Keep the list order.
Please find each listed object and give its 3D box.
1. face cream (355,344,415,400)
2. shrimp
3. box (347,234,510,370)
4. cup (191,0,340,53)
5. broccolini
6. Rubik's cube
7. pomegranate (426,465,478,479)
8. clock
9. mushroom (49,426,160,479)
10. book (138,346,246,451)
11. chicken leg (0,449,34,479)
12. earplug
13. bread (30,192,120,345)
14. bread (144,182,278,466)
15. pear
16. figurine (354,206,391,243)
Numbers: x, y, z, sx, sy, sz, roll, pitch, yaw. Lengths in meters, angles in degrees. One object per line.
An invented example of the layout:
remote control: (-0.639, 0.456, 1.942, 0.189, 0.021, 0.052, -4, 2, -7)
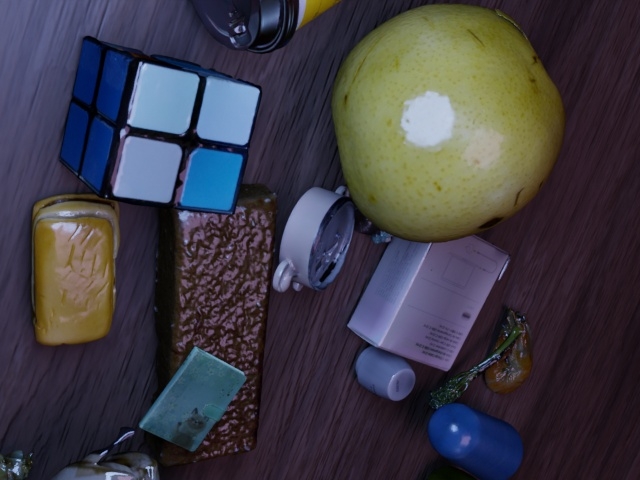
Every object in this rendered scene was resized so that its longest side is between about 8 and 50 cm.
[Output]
face cream: (0.117, 0.238, 1.436, 0.091, 0.095, 0.091, -15, 118, -31)
shrimp: (0.394, 0.235, 1.665, 0.115, 0.051, 0.217, -20, 123, -25)
box: (0.196, 0.087, 1.420, 0.203, 0.106, 0.252, 23, 95, -41)
cup: (-0.030, -0.368, 1.018, 0.279, 0.196, 0.196, -35, 126, -28)
broccolini: (0.311, 0.255, 1.595, 0.239, 0.054, 0.051, -41, 165, -3)
Rubik's cube: (-0.199, -0.142, 0.989, 0.180, 0.183, 0.167, 5, 108, -39)
pomegranate: (0.287, 0.551, 1.686, 0.191, 0.131, 0.152, 6, 101, -61)
clock: (0.000, 0.000, 1.226, 0.229, 0.063, 0.156, -51, 151, -38)
mushroom: (-0.278, 0.402, 1.082, 0.362, 0.362, 0.295, -5, 84, -34)
book: (-0.176, 0.227, 1.130, 0.103, 0.017, 0.135, 36, 90, -32)
chicken leg: (-0.484, 0.366, 1.070, 0.103, 0.088, 0.228, 42, 82, -22)
earplug: (0.296, 0.391, 1.570, 0.132, 0.132, 0.273, -56, 143, -2)
bread: (-0.321, 0.039, 1.055, 0.116, 0.077, 0.200, -2, 110, -26)
bread: (-0.162, 0.124, 1.175, 0.165, 0.113, 0.417, -3, 111, -30)
pear: (0.177, -0.169, 1.144, 0.348, 0.348, 0.348, -15, 118, -30)
figurine: (0.086, -0.024, 1.336, 0.060, 0.047, 0.106, -31, 144, 24)
